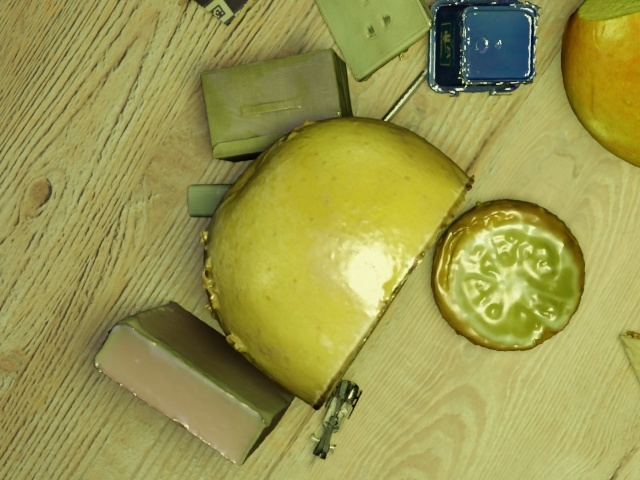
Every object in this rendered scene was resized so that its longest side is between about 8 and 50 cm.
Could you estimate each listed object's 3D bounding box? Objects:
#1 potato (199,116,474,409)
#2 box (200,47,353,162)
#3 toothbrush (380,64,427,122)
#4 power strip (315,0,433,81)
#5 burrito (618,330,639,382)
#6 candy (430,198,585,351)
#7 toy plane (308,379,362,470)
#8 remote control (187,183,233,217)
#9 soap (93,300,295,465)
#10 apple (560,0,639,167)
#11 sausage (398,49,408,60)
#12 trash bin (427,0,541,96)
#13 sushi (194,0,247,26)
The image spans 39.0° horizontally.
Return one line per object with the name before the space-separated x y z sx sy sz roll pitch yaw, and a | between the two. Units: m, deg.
potato | 0.000 0.000 1.413 0.319 0.385 0.442 37 97 4
box | -0.069 -0.224 1.542 0.231 0.155 0.149 -9 90 11
toothbrush | 0.169 -0.273 1.566 0.026 0.024 0.288 40 97 -8
power strip | 0.093 -0.404 1.536 0.198 0.064 0.213 -29 84 45
burrito | 0.612 0.263 1.468 0.143 0.105 0.299 -24 90 14
candy | 0.310 0.058 1.506 0.259 0.118 0.260 1 95 11
toy plane | 0.022 0.314 1.587 0.053 0.078 0.197 26 111 6
remote control | -0.167 -0.068 1.604 0.166 0.029 0.065 1 93 34
soap | -0.195 0.227 1.517 0.296 0.285 0.107 33 95 8
apple | 0.540 -0.284 1.308 0.374 0.374 0.384 15 109 9
sausage | 0.136 -0.445 1.558 0.032 0.033 0.269 -1 92 10
trash bin | 0.270 -0.307 1.428 0.183 0.234 0.163 -1 101 0
sushi | -0.206 -0.532 1.610 0.279 0.043 0.193 38 98 6
